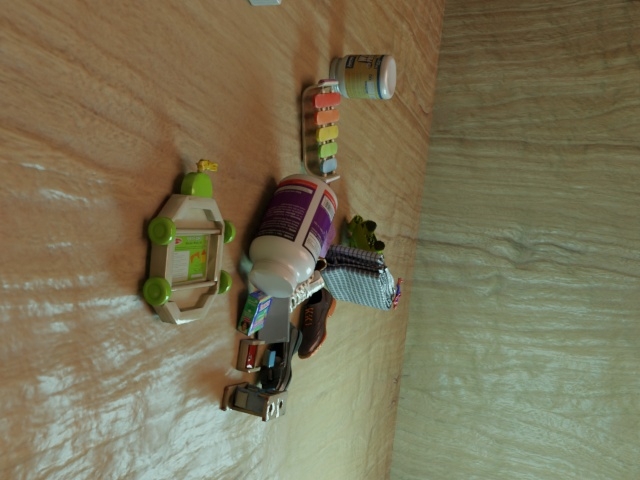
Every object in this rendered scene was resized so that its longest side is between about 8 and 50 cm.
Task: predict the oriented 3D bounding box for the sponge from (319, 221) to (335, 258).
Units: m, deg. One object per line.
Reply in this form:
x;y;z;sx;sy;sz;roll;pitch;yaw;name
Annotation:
0.000;0.000;2.111;0.210;0.031;0.117;-63;152;-43;sponge

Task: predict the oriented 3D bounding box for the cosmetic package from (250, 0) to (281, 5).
-0.154;-0.660;1.424;0.231;0.085;0.117;47;52;-62;cosmetic package

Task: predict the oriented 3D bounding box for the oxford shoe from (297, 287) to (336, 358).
-0.032;0.267;2.053;0.098;0.096;0.271;55;37;-32;oxford shoe

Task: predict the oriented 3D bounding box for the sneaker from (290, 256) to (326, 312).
-0.063;0.138;1.854;0.106;0.123;0.290;79;28;-43;sneaker

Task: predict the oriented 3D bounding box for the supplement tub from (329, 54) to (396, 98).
0.144;-0.551;2.091;0.144;0.199;0.144;6;90;-70;supplement tub

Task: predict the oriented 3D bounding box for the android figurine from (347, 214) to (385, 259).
0.171;0.031;2.372;0.273;0.056;0.248;123;-51;-66;android figurine

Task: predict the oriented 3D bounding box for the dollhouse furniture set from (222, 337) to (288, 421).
-0.163;0.363;1.636;0.129;0.129;0.184;17;81;-69;dollhouse furniture set

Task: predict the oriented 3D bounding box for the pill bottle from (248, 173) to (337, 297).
-0.079;-0.013;1.677;0.181;0.181;0.323;72;32;-49;pill bottle

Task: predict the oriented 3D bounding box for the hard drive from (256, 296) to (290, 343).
-0.133;0.222;1.749;0.022;0.094;0.135;-155;-114;-65;hard drive

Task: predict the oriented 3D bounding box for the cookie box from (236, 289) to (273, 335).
-0.172;0.188;1.650;0.092;0.040;0.107;-22;133;-68;cookie box

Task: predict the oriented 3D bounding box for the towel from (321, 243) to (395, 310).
0.136;0.141;2.236;0.284;0.235;0.121;65;43;-55;towel

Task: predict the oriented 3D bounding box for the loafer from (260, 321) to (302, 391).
-0.129;0.346;1.813;0.084;0.096;0.268;56;33;-31;loafer

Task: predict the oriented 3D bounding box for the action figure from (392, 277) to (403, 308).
0.285;0.198;2.288;0.038;0.030;0.115;68;38;-69;action figure

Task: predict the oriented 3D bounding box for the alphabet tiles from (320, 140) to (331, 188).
0.000;-0.225;2.076;0.198;0.009;0.237;-36;129;-63;alphabet tiles

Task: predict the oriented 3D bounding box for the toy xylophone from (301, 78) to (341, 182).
0.015;-0.350;1.955;0.236;0.081;0.323;-44;134;-58;toy xylophone

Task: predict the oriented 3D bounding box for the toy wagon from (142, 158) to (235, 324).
-0.273;-0.001;1.322;0.267;0.068;0.345;-1;96;-70;toy wagon
